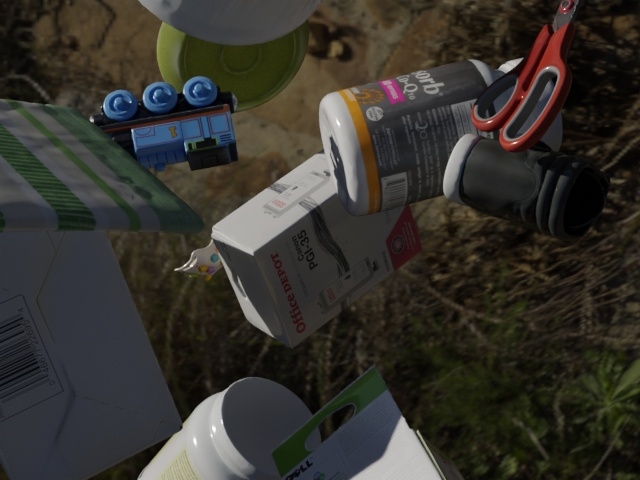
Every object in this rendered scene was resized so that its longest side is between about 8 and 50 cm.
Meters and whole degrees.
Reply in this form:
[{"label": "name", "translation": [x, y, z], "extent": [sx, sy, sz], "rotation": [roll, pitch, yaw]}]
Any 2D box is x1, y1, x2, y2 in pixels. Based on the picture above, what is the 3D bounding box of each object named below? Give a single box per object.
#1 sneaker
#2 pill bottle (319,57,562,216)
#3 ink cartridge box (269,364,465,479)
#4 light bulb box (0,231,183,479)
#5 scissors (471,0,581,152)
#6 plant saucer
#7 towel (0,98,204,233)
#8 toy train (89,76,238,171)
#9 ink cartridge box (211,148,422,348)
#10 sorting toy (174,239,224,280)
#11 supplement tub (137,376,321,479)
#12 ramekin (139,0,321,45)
[{"label": "sneaker", "translation": [0.253, -0.054, 1.225], "extent": [0.147, 0.296, 0.104], "rotation": [22, 101, 25]}, {"label": "pill bottle", "translation": [0.149, -0.137, 1.393], "extent": [0.279, 0.162, 0.162], "rotation": [-15, 87, -8]}, {"label": "ink cartridge box", "translation": [0.067, 0.300, 1.324], "extent": [0.189, 0.097, 0.255], "rotation": [-42, 36, 8]}, {"label": "light bulb box", "translation": [-0.390, 0.100, 1.472], "extent": [0.361, 0.225, 0.357], "rotation": [18, 130, 63]}, {"label": "scissors", "translation": [0.254, -0.219, 1.122], "extent": [0.297, 0.021, 0.109], "rotation": [-56, 33, -4]}, {"label": "plant saucer", "translation": [-0.125, -0.289, 1.669], "extent": [0.241, 0.241, 0.037], "rotation": [-62, 35, 25]}, {"label": "towel", "translation": [-0.296, -0.066, 0.955], "extent": [0.248, 0.325, 0.038], "rotation": [38, 116, 36]}, {"label": "toy train", "translation": [-0.188, -0.135, 1.355], "extent": [0.184, 0.080, 0.105], "rotation": [-11, 70, -5]}, {"label": "ink cartridge box", "translation": [0.000, 0.000, 1.700], "extent": [0.117, 0.283, 0.207], "rotation": [29, 148, 46]}, {"label": "sorting toy", "translation": [-0.198, 0.035, 1.791], "extent": [0.083, 0.075, 0.044], "rotation": [-41, 68, 24]}, {"label": "supplement tub", "translation": [-0.166, 0.413, 1.954], "extent": [0.235, 0.235, 0.325], "rotation": [53, 127, 17]}, {"label": "ramekin", "translation": [-0.088, -0.365, 1.193], "extent": [0.135, 0.277, 0.277], "rotation": [-33, 76, 63]}]
